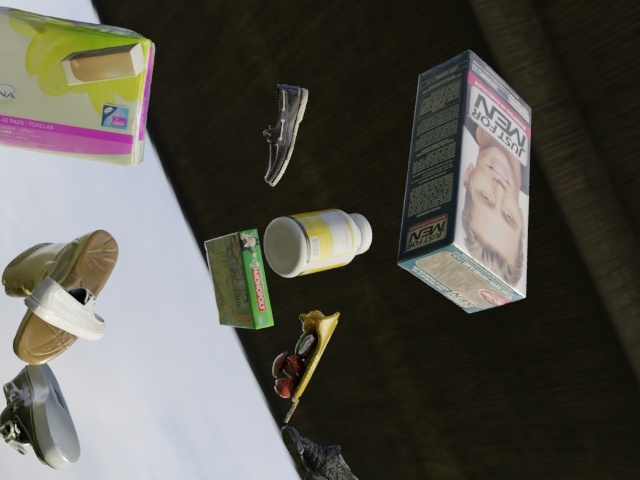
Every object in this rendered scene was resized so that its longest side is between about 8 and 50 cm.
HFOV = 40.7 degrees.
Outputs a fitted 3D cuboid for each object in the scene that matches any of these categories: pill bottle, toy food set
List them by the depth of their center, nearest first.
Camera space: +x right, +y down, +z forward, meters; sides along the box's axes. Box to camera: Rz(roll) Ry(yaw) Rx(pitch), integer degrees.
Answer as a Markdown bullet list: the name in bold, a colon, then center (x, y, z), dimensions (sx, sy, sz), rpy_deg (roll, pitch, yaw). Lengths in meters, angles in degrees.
- **pill bottle**: center (0.000, 0.000, 1.490), dimensions (0.103, 0.184, 0.103), rpy_deg (11, -75, 45)
- **toy food set**: center (-0.042, 0.210, 1.531), dimensions (0.071, 0.128, 0.218), rpy_deg (26, -78, 4)

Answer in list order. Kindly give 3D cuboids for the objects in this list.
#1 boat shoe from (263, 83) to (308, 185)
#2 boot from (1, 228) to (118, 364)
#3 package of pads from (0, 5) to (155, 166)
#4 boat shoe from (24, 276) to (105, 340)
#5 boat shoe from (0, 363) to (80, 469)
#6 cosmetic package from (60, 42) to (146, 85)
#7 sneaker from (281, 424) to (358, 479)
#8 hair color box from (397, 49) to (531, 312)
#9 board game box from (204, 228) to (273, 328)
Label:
- **boat shoe**: center (-0.084, -0.212, 1.717), dimensions (0.075, 0.064, 0.206), rpy_deg (-173, -80, -73)
- **boot**: center (-0.477, 0.097, 1.467), dimensions (0.203, 0.262, 0.095), rpy_deg (-6, -42, 37)
- **package of pads**: center (-0.437, -0.260, 1.452), dimensions (0.101, 0.296, 0.229), rpy_deg (-115, -147, -78)
- **boat shoe**: center (-0.369, 0.099, 1.291), dimensions (0.066, 0.063, 0.184), rpy_deg (34, -5, 30)
- **boat shoe**: center (-0.487, 0.302, 1.453), dimensions (0.306, 0.104, 0.113), rpy_deg (42, -19, 55)
- **cosmetic package**: center (-0.336, -0.274, 1.340), dimensions (0.060, 0.115, 0.041), rpy_deg (-80, 162, -64)
- **sneaker**: center (-0.001, 0.414, 1.661), dimensions (0.170, 0.089, 0.051), rpy_deg (61, -27, -2)
- **hair color box**: center (0.220, -0.089, 1.273), dimensions (0.105, 0.173, 0.347), rpy_deg (-21, -132, 42)
- **board game box**: center (-0.193, 0.092, 1.990), dimensions (0.317, 0.046, 0.214), rpy_deg (170, -91, -69)
